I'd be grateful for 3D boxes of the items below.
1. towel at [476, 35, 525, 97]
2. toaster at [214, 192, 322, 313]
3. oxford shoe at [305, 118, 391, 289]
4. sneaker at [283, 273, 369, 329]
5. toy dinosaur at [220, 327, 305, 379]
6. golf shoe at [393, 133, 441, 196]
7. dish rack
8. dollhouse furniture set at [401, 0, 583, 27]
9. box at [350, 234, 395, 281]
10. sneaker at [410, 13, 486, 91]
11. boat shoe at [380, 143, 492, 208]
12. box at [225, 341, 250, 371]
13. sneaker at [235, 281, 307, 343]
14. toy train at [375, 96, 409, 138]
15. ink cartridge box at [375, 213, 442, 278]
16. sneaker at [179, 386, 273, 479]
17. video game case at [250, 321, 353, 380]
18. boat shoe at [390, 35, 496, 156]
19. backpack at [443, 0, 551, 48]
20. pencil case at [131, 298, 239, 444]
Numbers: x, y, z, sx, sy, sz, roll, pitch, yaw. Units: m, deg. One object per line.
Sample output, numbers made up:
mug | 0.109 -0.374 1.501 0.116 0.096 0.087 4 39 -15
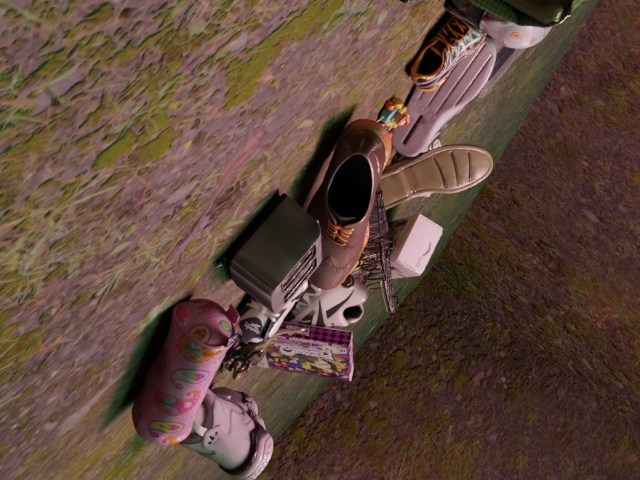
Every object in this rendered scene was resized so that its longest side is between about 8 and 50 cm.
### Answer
towel | 0.514 -0.560 2.310 0.324 0.056 0.312 -48 164 -12
toaster | -0.080 0.030 1.569 0.186 0.110 0.168 -50 167 -14
oxford shoe | 0.031 -0.043 1.647 0.133 0.129 0.364 -68 172 -58
sneaker | 0.012 0.152 1.958 0.122 0.146 0.330 -64 -175 -24
toy dinosaur | -0.151 0.246 1.913 0.118 0.064 0.268 -24 172 -43
golf shoe | 0.256 -0.220 2.110 0.105 0.120 0.273 -43 163 -34
dish rack | 0.111 0.011 1.850 0.208 0.074 0.272 70 14 -52
dollhouse furniture set | 0.147 -0.296 1.024 0.197 0.301 0.151 -44 163 -47
box | 0.069 0.090 2.392 0.257 0.079 0.322 -58 167 13
sneaker | 0.250 -0.381 1.717 0.215 0.084 0.083 -55 163 16
boat shoe | 0.232 -0.155 2.003 0.302 0.113 0.103 -14 -162 -3
box | -0.182 0.259 2.057 0.083 0.018 0.067 -38 160 -51
sneaker | -0.109 0.135 1.793 0.153 0.094 0.235 -57 -179 -25
toy train | 0.142 -0.227 1.826 0.125 0.046 0.166 -53 169 0
ink cartridge box | 0.240 0.021 2.556 0.159 0.092 0.218 -62 -163 -14
sneaker | -0.239 0.365 1.890 0.137 0.210 0.366 -52 -158 -3
video game case | -0.042 0.247 2.005 0.210 0.232 0.042 87 13 -60
boat shoe | 0.260 -0.322 1.892 0.335 0.121 0.119 -49 -179 43
backpack | 0.341 -0.442 1.583 0.166 0.188 0.144 -41 170 -28
pencil case | -0.233 0.225 1.522 0.124 0.124 0.284 -36 158 -55
